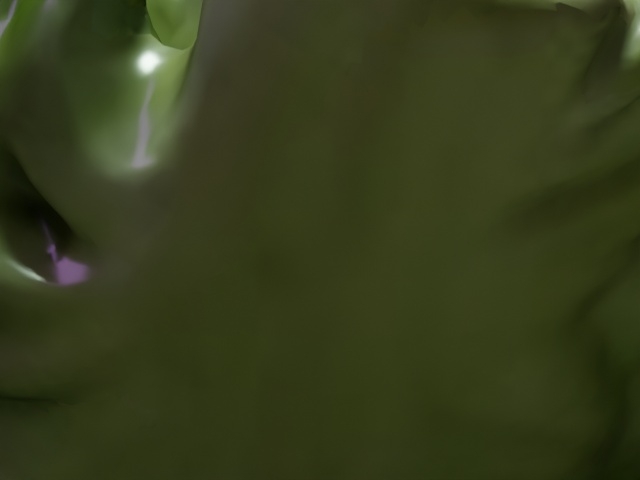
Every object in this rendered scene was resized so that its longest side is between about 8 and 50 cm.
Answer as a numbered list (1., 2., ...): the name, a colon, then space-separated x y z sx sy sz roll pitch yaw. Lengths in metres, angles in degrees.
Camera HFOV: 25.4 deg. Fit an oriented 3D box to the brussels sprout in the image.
1. brussels sprout: 0.006 0.018 0.575 0.342 0.361 0.425 9 17 15
